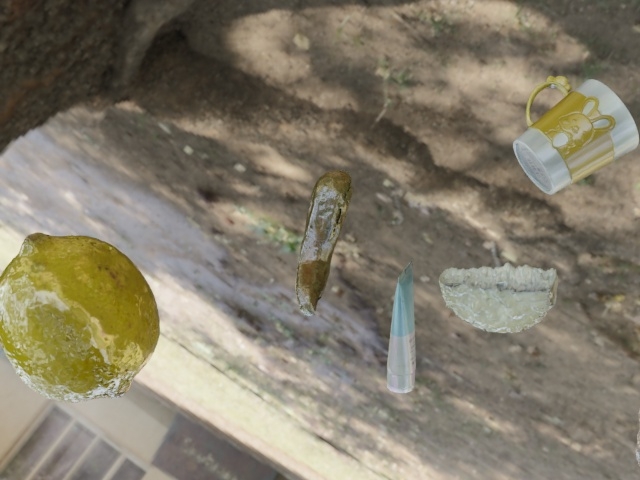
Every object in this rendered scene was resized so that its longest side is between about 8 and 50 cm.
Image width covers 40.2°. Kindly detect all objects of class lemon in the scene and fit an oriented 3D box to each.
[{"bbox_3d":[-0.406,0.123,1.453,0.258,0.258,0.310,4,126,59],"label":"lemon"}]

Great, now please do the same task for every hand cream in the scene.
[{"bbox_3d":[0.192,0.212,2.087,0.070,0.111,0.312,6,109,22],"label":"hand cream"}]

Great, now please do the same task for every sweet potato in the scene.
[{"bbox_3d":[0.000,0.003,1.339,0.062,0.233,0.081,13,169,2],"label":"sweet potato"}]

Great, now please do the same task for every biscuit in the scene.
[{"bbox_3d":[0.431,0.146,2.080,0.281,0.084,0.179,-4,122,29],"label":"biscuit"}]

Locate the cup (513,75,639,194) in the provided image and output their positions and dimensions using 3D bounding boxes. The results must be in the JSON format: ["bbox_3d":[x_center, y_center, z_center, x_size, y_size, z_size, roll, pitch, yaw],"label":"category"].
[{"bbox_3d":[0.538,-0.242,1.917,0.241,0.226,0.185,54,178,16],"label":"cup"}]

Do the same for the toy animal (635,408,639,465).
[{"bbox_3d":[0.757,0.327,1.728,0.226,0.188,0.358,2,134,5],"label":"toy animal"}]
